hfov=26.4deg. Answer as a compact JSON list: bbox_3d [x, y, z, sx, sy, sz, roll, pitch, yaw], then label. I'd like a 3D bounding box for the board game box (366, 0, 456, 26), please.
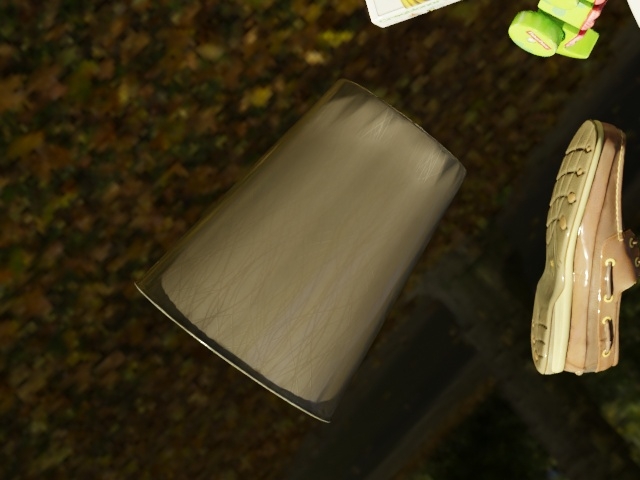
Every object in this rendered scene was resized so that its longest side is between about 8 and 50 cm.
[{"bbox_3d":[0.124,-0.462,1.822,0.193,0.305,0.053,-17,174,21],"label":"board game box"}]

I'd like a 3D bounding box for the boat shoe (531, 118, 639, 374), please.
[{"bbox_3d":[0.181,0.007,0.901,0.064,0.060,0.178,-92,-173,-69],"label":"boat shoe"}]

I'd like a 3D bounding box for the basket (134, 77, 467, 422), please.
[{"bbox_3d":[0.000,0.000,1.082,0.204,0.154,0.227,38,89,-33],"label":"basket"}]

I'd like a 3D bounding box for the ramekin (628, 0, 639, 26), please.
[{"bbox_3d":[0.334,-0.243,1.033,0.135,0.277,0.277,-15,160,-13],"label":"ramekin"}]

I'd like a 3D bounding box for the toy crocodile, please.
[{"bbox_3d":[0.311,-0.307,1.653,0.115,0.105,0.340,-61,174,-15],"label":"toy crocodile"}]
